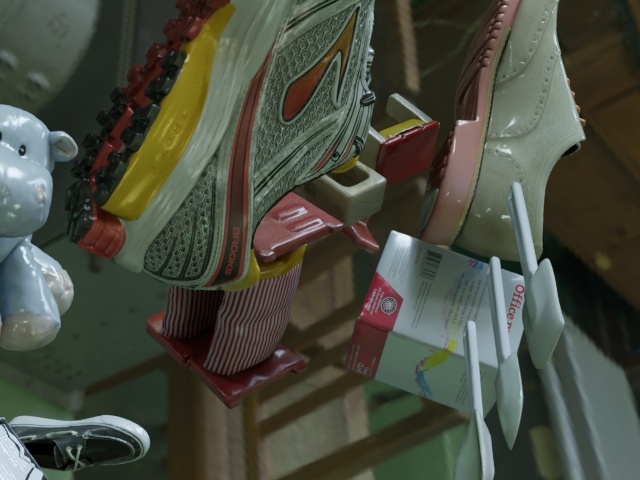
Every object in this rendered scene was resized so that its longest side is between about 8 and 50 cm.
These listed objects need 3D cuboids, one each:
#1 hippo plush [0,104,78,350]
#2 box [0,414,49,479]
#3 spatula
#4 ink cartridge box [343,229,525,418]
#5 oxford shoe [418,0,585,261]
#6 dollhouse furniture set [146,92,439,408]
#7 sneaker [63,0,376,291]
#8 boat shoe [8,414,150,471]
[{"bbox_3d":[-0.357,-0.028,1.410,0.234,0.236,0.294,26,31,-20],"label":"hippo plush"},{"bbox_3d":[-0.216,0.330,0.876,0.322,0.257,0.079,49,36,18],"label":"box"},{"bbox_3d":[0.118,0.067,0.829,0.019,0.168,0.242,13,25,-3],"label":"spatula"},{"bbox_3d":[0.134,0.096,1.378,0.176,0.127,0.128,20,57,6],"label":"ink cartridge box"},{"bbox_3d":[0.228,-0.156,1.381,0.146,0.140,0.397,20,74,-2],"label":"oxford shoe"},{"bbox_3d":[0.000,0.000,1.351,0.152,0.201,0.374,36,41,30],"label":"dollhouse furniture set"},{"bbox_3d":[-0.014,-0.080,0.506,0.092,0.225,0.088,30,9,-26],"label":"sneaker"},{"bbox_3d":[-0.355,0.299,1.751,0.070,0.219,0.078,-72,158,-61],"label":"boat shoe"}]
